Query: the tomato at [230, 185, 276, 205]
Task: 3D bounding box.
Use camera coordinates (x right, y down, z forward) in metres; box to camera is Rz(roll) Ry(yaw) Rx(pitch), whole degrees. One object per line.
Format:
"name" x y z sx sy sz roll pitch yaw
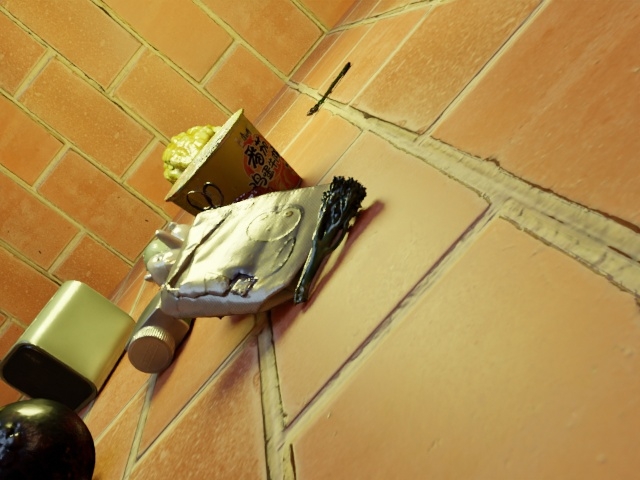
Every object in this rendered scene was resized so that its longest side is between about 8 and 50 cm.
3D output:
"tomato" -0.139 0.006 1.197 0.228 0.101 0.228 -38 24 20

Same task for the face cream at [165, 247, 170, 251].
"face cream" -0.446 0.060 1.975 0.075 0.075 0.229 -43 16 25

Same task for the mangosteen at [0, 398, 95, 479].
"mangosteen" -0.499 0.401 1.130 0.265 0.228 0.228 85 -151 -54

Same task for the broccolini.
"broccolini" 0.012 0.005 0.896 0.074 0.058 0.201 129 158 -68

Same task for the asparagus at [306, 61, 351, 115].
"asparagus" 0.026 -0.443 1.904 0.023 0.022 0.233 23 65 28

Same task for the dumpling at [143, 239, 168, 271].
"dumpling" -0.557 0.042 2.269 0.219 0.108 0.153 -28 27 50

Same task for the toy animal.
"toy animal" -0.356 0.057 1.540 0.282 0.138 0.141 -50 -26 -64

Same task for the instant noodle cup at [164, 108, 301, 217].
"instant noodle cup" -0.177 -0.125 1.400 0.264 0.200 0.264 -45 17 18

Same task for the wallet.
"wallet" -0.122 0.008 1.017 0.335 0.068 0.275 -7 46 32

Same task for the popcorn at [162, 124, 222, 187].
"popcorn" -0.409 -0.251 2.240 0.335 0.279 0.274 -10 61 49

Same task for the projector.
"projector" -0.700 0.302 1.804 0.248 0.248 0.249 -39 19 37

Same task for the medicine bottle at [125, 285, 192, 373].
"medicine bottle" -0.331 0.186 1.331 0.132 0.088 0.188 -48 16 16
